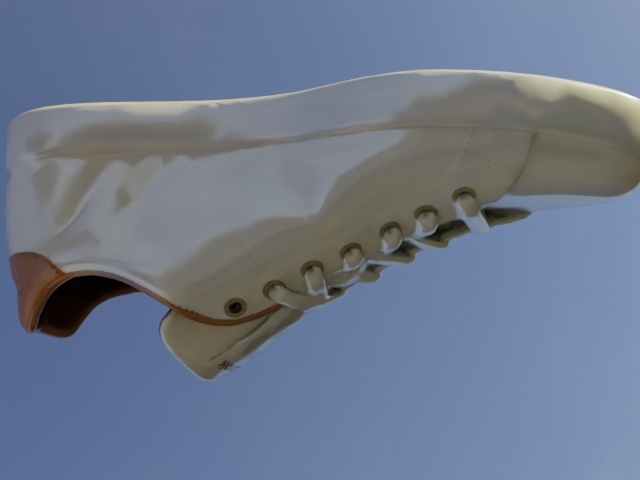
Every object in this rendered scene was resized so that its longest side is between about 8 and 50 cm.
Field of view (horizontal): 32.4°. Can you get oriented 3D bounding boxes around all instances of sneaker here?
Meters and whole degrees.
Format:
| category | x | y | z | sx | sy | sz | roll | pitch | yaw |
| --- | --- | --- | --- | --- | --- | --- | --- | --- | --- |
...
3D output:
| category | x | y | z | sx | sy | sz | roll | pitch | yaw |
| --- | --- | --- | --- | --- | --- | --- | --- | --- | --- |
| sneaker | 0.000 | 0.000 | 0.480 | 0.106 | 0.290 | 0.123 | 33 | -125 | -69 |
